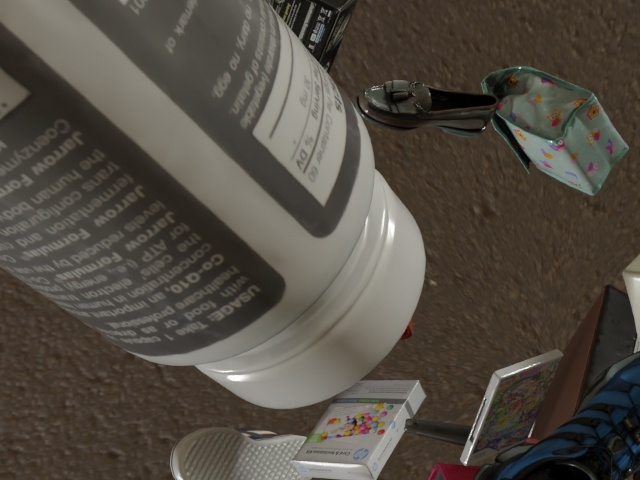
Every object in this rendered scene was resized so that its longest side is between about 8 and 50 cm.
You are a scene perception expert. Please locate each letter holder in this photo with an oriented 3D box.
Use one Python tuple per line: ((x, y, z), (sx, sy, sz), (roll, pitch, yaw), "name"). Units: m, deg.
((0.406, 0.251, 1.331), (0.152, 0.302, 0.214), (28, 129, 7), "letter holder")

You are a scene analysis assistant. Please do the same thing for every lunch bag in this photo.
((0.461, -0.234, 1.919), (0.262, 0.223, 0.160), (33, 86, 44), "lunch bag")

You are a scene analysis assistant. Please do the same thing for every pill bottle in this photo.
((-0.098, -0.056, 0.513), (0.204, 0.361, 0.204), (-21, 46, 24), "pill bottle")

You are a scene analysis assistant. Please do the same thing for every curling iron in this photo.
((0.239, 0.251, 1.147), (0.274, 0.068, 0.035), (12, 86, 12), "curling iron")

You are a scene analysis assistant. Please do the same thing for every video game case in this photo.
((0.187, 0.165, 0.915), (0.011, 0.087, 0.122), (46, 137, 39), "video game case")

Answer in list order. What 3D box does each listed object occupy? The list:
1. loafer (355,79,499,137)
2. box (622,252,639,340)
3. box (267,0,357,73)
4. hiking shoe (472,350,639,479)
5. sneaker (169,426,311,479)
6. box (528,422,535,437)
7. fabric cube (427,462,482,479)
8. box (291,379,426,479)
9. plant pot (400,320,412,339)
((0.194, -0.249, 1.663), (0.267, 0.084, 0.096), (4, 59, -25), "loafer")
((0.419, 0.069, 0.842), (0.127, 0.149, 0.232), (-38, 29, -29), "box")
((-0.067, -0.176, 0.884), (0.147, 0.077, 0.180), (25, 121, 4), "box")
((0.299, 0.226, 0.980), (0.304, 0.132, 0.113), (-40, 90, 6), "hiking shoe")
((-0.156, 0.387, 1.615), (0.127, 0.321, 0.126), (-8, 73, 40), "sneaker")
((0.511, 0.305, 1.745), (0.311, 0.148, 0.121), (-27, 76, -35), "box")
((0.284, 0.516, 1.400), (0.258, 0.254, 0.259), (8, 122, -17), "fabric cube")
((0.061, 0.288, 1.434), (0.145, 0.186, 0.038), (-7, 120, 39), "box")
((0.000, 0.000, 1.522), (0.267, 0.267, 0.236), (-7, 46, 20), "plant pot")
